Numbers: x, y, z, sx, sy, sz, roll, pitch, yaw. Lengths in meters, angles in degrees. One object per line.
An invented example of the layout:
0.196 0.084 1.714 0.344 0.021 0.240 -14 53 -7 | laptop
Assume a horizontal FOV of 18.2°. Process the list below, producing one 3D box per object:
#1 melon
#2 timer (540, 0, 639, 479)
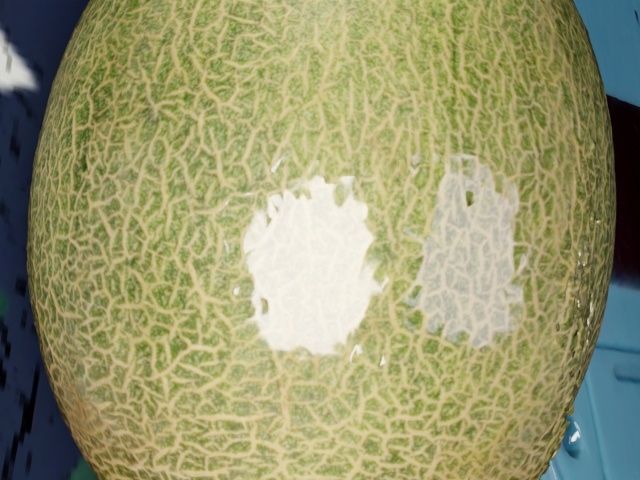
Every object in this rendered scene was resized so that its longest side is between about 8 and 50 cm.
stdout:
0.000 0.000 0.465 0.139 0.139 0.192 21 73 -55 | melon
0.075 -0.013 0.666 0.232 0.091 0.250 12 68 -56 | timer
